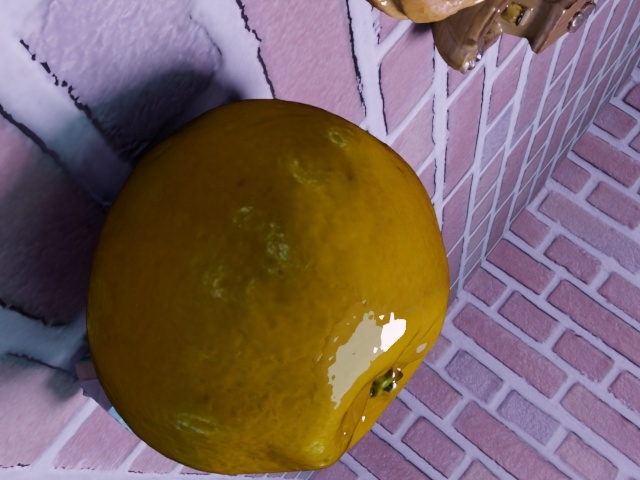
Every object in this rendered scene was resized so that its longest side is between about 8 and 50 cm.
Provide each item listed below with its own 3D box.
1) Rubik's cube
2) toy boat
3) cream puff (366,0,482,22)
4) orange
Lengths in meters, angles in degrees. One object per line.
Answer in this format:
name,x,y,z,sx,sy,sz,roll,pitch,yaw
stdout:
Rubik's cube,-0.164,0.114,0.685,0.084,0.073,0.075,-37,141,-31
toy boat,0.236,-0.272,0.888,0.321,0.121,0.089,-42,166,-34
cream puff,0.071,-0.236,0.500,0.189,0.129,0.189,-35,155,-19
orange,-0.032,0.038,0.577,0.279,0.235,0.279,-52,156,-34
